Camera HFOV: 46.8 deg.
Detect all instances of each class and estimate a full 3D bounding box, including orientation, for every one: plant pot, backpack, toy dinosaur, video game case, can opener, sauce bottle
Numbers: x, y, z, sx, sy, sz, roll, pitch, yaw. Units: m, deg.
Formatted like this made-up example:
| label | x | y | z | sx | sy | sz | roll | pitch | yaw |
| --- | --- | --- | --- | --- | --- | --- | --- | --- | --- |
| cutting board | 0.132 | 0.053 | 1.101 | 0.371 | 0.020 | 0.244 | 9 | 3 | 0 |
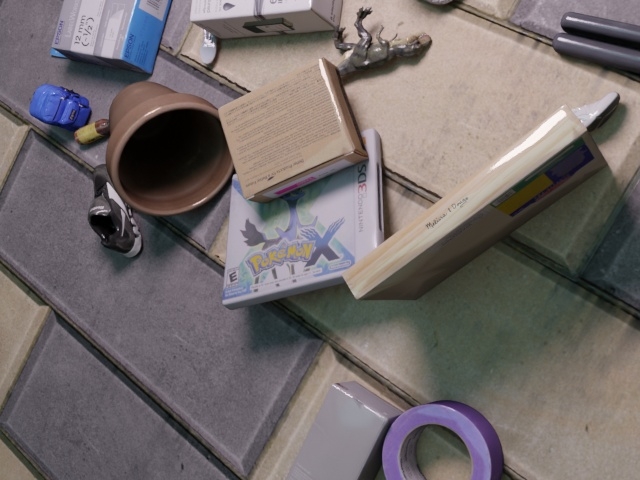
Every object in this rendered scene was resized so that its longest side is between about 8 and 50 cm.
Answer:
| label | x | y | z | sx | sy | sz | roll | pitch | yaw |
| --- | --- | --- | --- | --- | --- | --- | --- | --- | --- |
| plant pot | -0.332 | -0.218 | 1.532 | 0.263 | 0.263 | 0.229 | -51 | 47 | 14 |
| backpack | -0.611 | -0.314 | 1.742 | 0.101 | 0.120 | 0.097 | 22 | 94 | 28 |
| toy dinosaur | 0.072 | -0.370 | 1.421 | 0.268 | 0.064 | 0.118 | -18 | 82 | 28 |
| video game case | -0.036 | -0.040 | 1.396 | 0.329 | 0.036 | 0.299 | -16 | 56 | 26 |
| can opener | 0.504 | -0.307 | 1.161 | 0.284 | 0.095 | 0.075 | 23 | 95 | 28 |
| sauce bottle | -0.517 | -0.260 | 1.730 | 0.128 | 0.042 | 0.042 | -15 | 77 | 27 |

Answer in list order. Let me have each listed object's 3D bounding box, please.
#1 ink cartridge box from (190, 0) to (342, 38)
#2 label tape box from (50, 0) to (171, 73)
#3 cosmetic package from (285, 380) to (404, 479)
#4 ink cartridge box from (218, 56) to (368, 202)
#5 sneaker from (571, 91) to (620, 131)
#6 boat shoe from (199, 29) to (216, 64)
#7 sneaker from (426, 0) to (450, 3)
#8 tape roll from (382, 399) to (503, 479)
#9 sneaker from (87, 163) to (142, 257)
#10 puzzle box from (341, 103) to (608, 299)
| label | x | y | z | sx | sy | sz | roll | pitch | yaw |
| --- | --- | --- | --- | --- | --- | --- | --- | --- | --- |
| ink cartridge box | -0.105 | -0.535 | 1.497 | 0.289 | 0.122 | 0.211 | 4 | 86 | 28 |
| label tape box | -0.520 | -0.544 | 1.726 | 0.348 | 0.115 | 0.249 | 16 | 92 | 27 |
| cosmetic package | 0.039 | 0.383 | 1.327 | 0.127 | 0.107 | 0.237 | 31 | 96 | 28 |
| ink cartridge box | -0.053 | -0.200 | 1.377 | 0.235 | 0.088 | 0.193 | -21 | 79 | 20 |
| sneaker | 0.420 | -0.197 | 1.218 | 0.152 | 0.054 | 0.061 | -40 | 65 | 19 |
| boat shoe | -0.241 | -0.430 | 1.609 | 0.035 | 0.035 | 0.100 | 1 | 89 | 5 |
| sneaker | 0.133 | -0.599 | 1.377 | 0.137 | 0.210 | 0.366 | -42 | 101 | 18 |
| tape roll | 0.206 | 0.368 | 1.250 | 0.189 | 0.080 | 0.188 | -4 | 82 | 29 |
| sneaker | -0.473 | -0.075 | 1.649 | 0.078 | 0.106 | 0.234 | -28 | 72 | 22 |
| puzzle box | 0.252 | -0.038 | 1.166 | 0.409 | 0.272 | 0.052 | -38 | 70 | 18 |
